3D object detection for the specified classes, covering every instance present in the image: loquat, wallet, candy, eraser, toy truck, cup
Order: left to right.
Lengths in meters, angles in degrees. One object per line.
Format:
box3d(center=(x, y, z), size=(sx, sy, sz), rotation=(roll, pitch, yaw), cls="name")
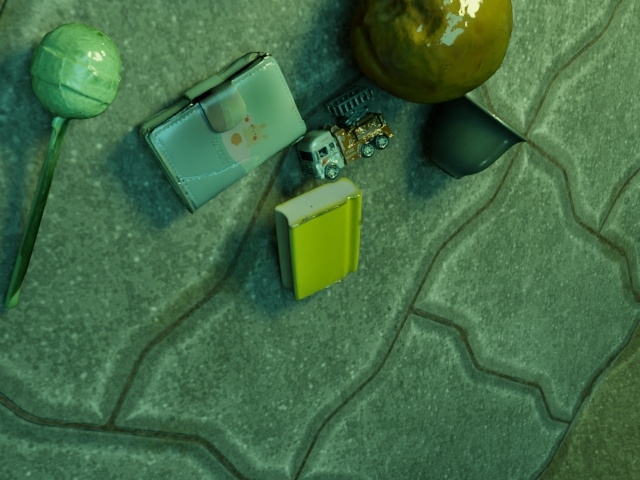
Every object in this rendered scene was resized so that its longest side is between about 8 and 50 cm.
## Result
box3d(center=(-0.396, -0.093, 0.814), size=(0.119, 0.119, 0.440), rotation=(14, 108, -36), cls="candy")
box3d(center=(-0.155, -0.182, 0.938), size=(0.250, 0.075, 0.176), rotation=(-37, 128, -16), cls="wallet")
box3d(center=(0.000, 0.000, 1.067), size=(0.158, 0.069, 0.226), rotation=(-25, 141, -20), cls="eraser")
box3d(center=(0.036, -0.197, 1.051), size=(0.177, 0.080, 0.115), rotation=(-35, 119, -18), cls="toy truck")
box3d(center=(0.200, -0.367, 0.984), size=(0.283, 0.276, 0.276), rotation=(16, 99, -39), cls="loquat")
box3d(center=(0.302, -0.208, 1.172), size=(0.199, 0.199, 0.150), rotation=(20, 115, -36), cls="cup")
